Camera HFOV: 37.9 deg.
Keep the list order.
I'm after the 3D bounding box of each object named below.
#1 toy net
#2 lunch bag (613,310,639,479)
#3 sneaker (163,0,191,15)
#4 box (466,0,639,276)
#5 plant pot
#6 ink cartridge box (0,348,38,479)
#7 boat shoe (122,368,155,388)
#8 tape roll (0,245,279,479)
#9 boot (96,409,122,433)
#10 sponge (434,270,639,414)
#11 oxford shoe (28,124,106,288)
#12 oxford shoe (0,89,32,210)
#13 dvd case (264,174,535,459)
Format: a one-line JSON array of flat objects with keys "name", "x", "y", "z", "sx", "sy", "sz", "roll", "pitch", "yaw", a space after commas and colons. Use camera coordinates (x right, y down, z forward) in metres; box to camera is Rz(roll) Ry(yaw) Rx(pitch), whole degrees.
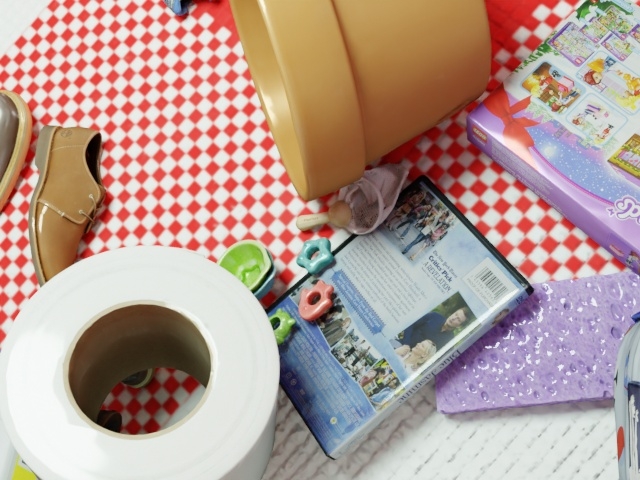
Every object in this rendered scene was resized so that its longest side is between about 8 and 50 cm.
[{"name": "toy net", "x": 0.000, "y": 0.000, "z": 0.957, "sx": 0.232, "sy": 0.045, "sz": 0.122, "roll": -41, "pitch": 45, "yaw": 3}, {"name": "lunch bag", "x": 0.350, "y": 0.206, "z": 0.651, "sx": 0.239, "sy": 0.328, "sz": 0.385, "roll": -33, "pitch": 78, "yaw": 5}, {"name": "sneaker", "x": -0.130, "y": -0.315, "z": 1.101, "sx": 0.135, "sy": 0.052, "sz": 0.058, "roll": -34, "pitch": 79, "yaw": 14}, {"name": "box", "x": 0.313, "y": -0.089, "z": 0.884, "sx": 0.201, "sy": 0.057, "sz": 0.293, "roll": -44, "pitch": 68, "yaw": -8}, {"name": "plant pot", "x": 0.035, "y": -0.204, "z": 0.912, "sx": 0.203, "sy": 0.291, "sz": 0.291, "roll": -18, "pitch": 71, "yaw": -7}, {"name": "ink cartridge box", "x": -0.417, "y": 0.282, "z": 0.964, "sx": 0.304, "sy": 0.072, "sz": 0.307, "roll": -23, "pitch": 40, "yaw": 24}, {"name": "boat shoe", "x": -0.249, "y": 0.109, "z": 1.021, "sx": 0.152, "sy": 0.049, "sz": 0.056, "roll": 25, "pitch": 83, "yaw": 20}, {"name": "tape roll", "x": -0.161, "y": 0.149, "z": 0.877, "sx": 0.246, "sy": 0.169, "sz": 0.246, "roll": 1, "pitch": 62, "yaw": -3}, {"name": "boot", "x": -0.303, "y": 0.254, "z": 0.984, "sx": 0.106, "sy": 0.082, "sz": 0.219, "roll": 31, "pitch": 89, "yaw": 19}, {"name": "sponge", "x": 0.213, "y": 0.099, "z": 0.893, "sx": 0.210, "sy": 0.031, "sz": 0.117, "roll": -8, "pitch": 73, "yaw": 16}, {"name": "oxford shoe", "x": -0.284, "y": -0.034, "z": 1.060, "sx": 0.076, "sy": 0.076, "sz": 0.212, "roll": -1, "pitch": 76, "yaw": 6}, {"name": "oxford shoe", "x": -0.488, "y": -0.043, "z": 1.089, "sx": 0.130, "sy": 0.133, "sz": 0.363, "roll": 43, "pitch": 91, "yaw": 22}, {"name": "dvd case", "x": 0.060, "y": 0.070, "z": 0.929, "sx": 0.253, "sy": 0.022, "sz": 0.180, "roll": -41, "pitch": 52, "yaw": 4}]
